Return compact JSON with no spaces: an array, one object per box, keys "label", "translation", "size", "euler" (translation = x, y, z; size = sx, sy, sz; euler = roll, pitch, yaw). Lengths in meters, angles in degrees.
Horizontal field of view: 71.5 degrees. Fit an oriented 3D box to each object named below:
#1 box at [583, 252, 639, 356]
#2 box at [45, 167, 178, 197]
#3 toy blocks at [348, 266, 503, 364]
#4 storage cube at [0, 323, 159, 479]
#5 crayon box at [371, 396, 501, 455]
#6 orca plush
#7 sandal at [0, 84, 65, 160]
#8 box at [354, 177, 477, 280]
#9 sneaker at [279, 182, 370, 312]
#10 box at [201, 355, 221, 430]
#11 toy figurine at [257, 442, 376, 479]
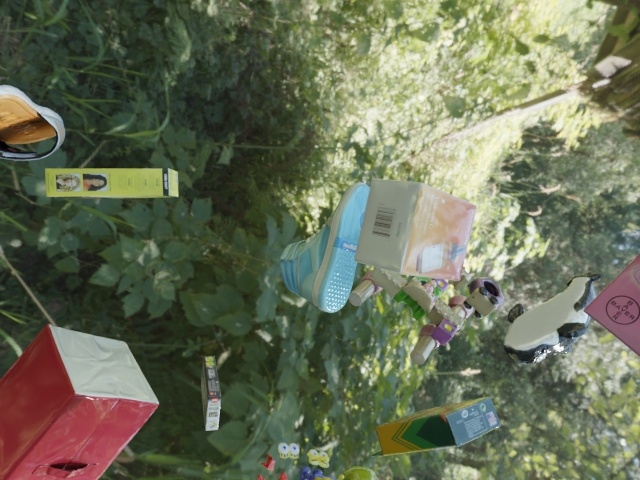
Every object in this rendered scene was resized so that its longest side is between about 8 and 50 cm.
[{"label":"box","translation":[0.482,0.065,0.493],"size":[0.117,0.213,0.243],"euler":[8,123,-48]},{"label":"box","translation":[-0.415,-0.115,0.900],"size":[0.087,0.232,0.058],"euler":[-142,-129,-83]},{"label":"toy blocks","translation":[0.295,0.106,1.178],"size":[0.260,0.288,0.309],"euler":[-34,163,-49]},{"label":"storage cube","translation":[-0.457,0.298,0.816],"size":[0.193,0.215,0.183],"euler":[-50,143,1]},{"label":"crayon box","translation":[0.298,0.516,1.224],"size":[0.202,0.081,0.318],"euler":[0,154,-39]},{"label":"orca plush","translation":[0.474,0.175,0.901],"size":[0.287,0.151,0.102],"euler":[-37,114,-40]},{"label":"sandal","translation":[-0.457,-0.159,0.677],"size":[0.102,0.076,0.265],"euler":[-27,-170,-13]},{"label":"box","translation":[0.151,-0.013,0.688],"size":[0.170,0.091,0.130],"euler":[9,93,-44]},{"label":"sneaker","translation":[0.000,0.000,1.097],"size":[0.127,0.208,0.319],"euler":[29,77,-44]},{"label":"box","translation":[-0.329,0.450,1.326],"size":[0.207,0.036,0.114],"euler":[-134,-130,-64]},{"label":"toy figurine","translation":[0.035,0.659,1.098],"size":[0.217,0.362,0.191],"euler":[-8,-122,62]}]
